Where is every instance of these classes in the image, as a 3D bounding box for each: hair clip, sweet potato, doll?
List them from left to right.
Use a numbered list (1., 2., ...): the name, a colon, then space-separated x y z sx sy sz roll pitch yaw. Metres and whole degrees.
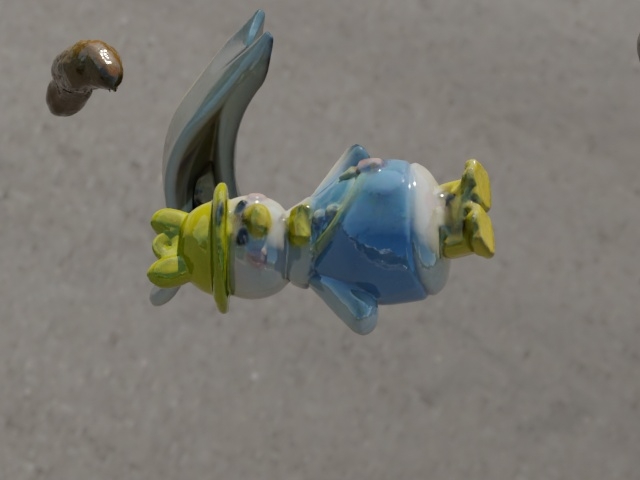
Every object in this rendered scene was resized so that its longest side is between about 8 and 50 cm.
1. sweet potato: -0.225 -0.154 1.829 0.054 0.053 0.182 21 -15 -18
2. hair clip: -0.106 -0.074 1.893 0.113 0.282 0.172 1 15 -5
3. doll: 0.000 0.000 1.368 0.241 0.135 0.099 -5 -2 5

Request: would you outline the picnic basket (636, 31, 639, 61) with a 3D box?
1. picnic basket: 0.528 -0.197 2.341 0.337 0.337 0.293 -10 46 -47
